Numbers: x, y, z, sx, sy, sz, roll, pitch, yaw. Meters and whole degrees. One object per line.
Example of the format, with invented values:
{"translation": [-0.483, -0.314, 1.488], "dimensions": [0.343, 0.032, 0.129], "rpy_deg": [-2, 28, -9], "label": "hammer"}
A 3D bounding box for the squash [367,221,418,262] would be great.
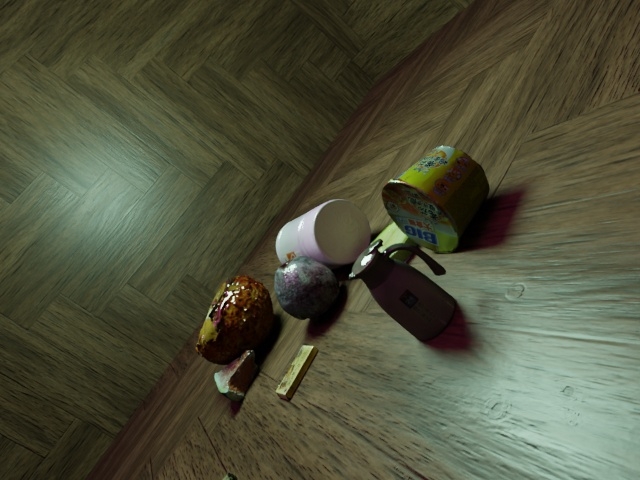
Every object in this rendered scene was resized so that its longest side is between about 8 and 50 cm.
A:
{"translation": [0.180, 0.015, 1.221], "dimensions": [0.219, 0.041, 0.219], "rpy_deg": [-46, 15, 16], "label": "squash"}

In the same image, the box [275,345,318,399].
{"translation": [-0.063, 0.340, 1.204], "dimensions": [0.149, 0.020, 0.073], "rpy_deg": [-58, 16, -24], "label": "box"}

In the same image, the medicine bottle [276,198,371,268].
{"translation": [0.000, 0.000, 1.483], "dimensions": [0.202, 0.202, 0.316], "rpy_deg": [-57, 15, -22], "label": "medicine bottle"}

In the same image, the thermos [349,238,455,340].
{"translation": [0.155, 0.076, 0.847], "dimensions": [0.137, 0.193, 0.105], "rpy_deg": [-44, 15, 24], "label": "thermos"}

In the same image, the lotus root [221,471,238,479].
{"translation": [-0.196, 0.575, 0.943], "dimensions": [0.144, 0.070, 0.143], "rpy_deg": [-47, 21, 1], "label": "lotus root"}

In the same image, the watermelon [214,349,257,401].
{"translation": [-0.262, 0.427, 1.462], "dimensions": [0.121, 0.098, 0.158], "rpy_deg": [-10, 46, 47], "label": "watermelon"}

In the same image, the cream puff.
{"translation": [-0.281, 0.278, 1.601], "dimensions": [0.350, 0.229, 0.350], "rpy_deg": [-60, 15, 27], "label": "cream puff"}

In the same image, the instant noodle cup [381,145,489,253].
{"translation": [0.255, -0.094, 0.992], "dimensions": [0.153, 0.205, 0.205], "rpy_deg": [-45, 12, -15], "label": "instant noodle cup"}

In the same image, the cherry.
{"translation": [-0.043, 0.135, 1.320], "dimensions": [0.195, 0.195, 0.195], "rpy_deg": [-47, 15, 17], "label": "cherry"}
